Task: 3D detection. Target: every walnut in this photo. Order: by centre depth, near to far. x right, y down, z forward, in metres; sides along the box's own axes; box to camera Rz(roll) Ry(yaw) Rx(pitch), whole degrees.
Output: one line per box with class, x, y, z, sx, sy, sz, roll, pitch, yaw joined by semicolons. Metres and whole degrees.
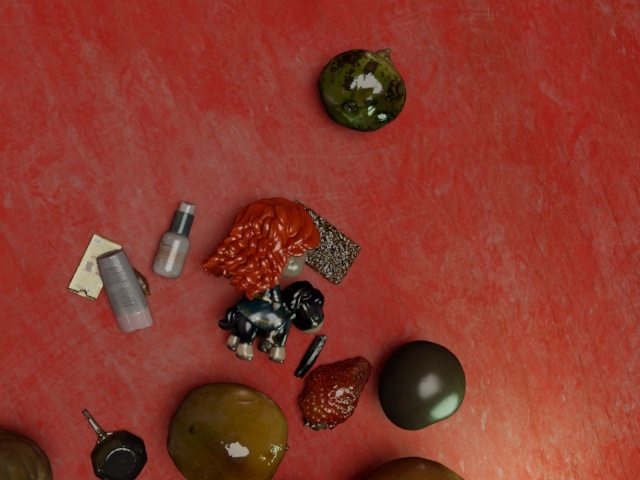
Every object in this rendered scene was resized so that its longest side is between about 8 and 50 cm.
walnut;-0.727;0.537;1.441;0.296;0.285;0.285;10;87;-42

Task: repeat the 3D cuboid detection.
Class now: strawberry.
strawberry;0.048;0.406;1.804;0.175;0.107;0.236;31;80;-18

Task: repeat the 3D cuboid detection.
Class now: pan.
pan;-0.514;0.511;1.629;0.202;0.048;0.128;34;80;-17

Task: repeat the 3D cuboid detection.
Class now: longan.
longan;0.273;0.395;1.830;0.248;0.248;0.248;0;91;-20

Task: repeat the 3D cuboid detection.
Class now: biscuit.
biscuit;-0.009;0.007;1.821;0.237;0.026;0.131;36;77;-18

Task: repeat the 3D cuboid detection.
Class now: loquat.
loquat;-0.219;0.475;1.638;0.284;0.276;0.276;23;82;6

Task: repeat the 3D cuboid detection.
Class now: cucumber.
cucumber;-0.023;0.311;1.816;0.033;0.034;0.134;33;80;-22

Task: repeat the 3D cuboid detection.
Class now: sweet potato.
sweet potato;-0.445;0.096;1.658;0.034;0.034;0.095;-36;95;-16

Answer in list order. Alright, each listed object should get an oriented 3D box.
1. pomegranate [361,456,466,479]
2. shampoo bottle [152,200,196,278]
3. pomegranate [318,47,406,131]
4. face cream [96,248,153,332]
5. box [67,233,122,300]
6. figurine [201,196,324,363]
pomegranate;0.250;0.775;1.741;0.417;0.417;0.416;0;91;-20
shampoo bottle;-0.353;-0.003;1.668;0.074;0.074;0.192;20;85;-19
pomegranate;0.131;-0.415;1.773;0.276;0.204;0.222;-46;103;-14
face cream;-0.469;0.122;1.623;0.084;0.057;0.198;-14;107;4
box;-0.541;0.064;1.629;0.073;0.020;0.149;27;81;-20
figurine;-0.123;0.106;1.691;0.306;0.241;0.411;-16;106;-11
